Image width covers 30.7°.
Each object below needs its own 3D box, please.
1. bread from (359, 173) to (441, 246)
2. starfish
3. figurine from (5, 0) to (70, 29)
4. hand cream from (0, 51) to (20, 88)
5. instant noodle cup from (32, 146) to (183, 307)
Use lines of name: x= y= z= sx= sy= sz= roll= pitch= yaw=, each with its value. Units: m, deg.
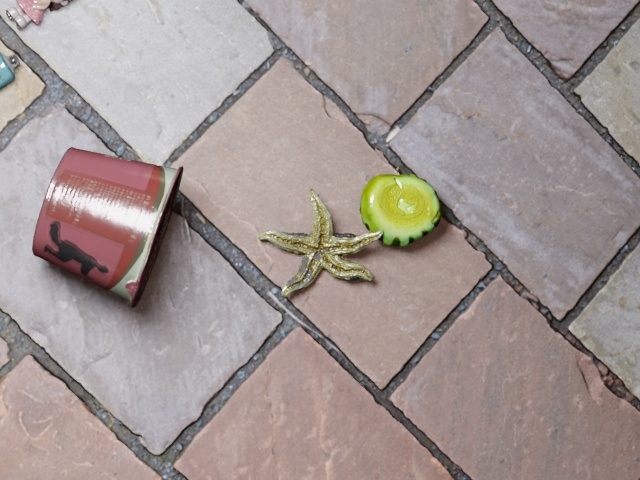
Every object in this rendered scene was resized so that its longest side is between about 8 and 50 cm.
bread: x=0.135 y=-0.055 z=2.003 sx=0.139 sy=0.071 sz=0.130 roll=-20 pitch=88 yaw=-13
starfish: x=0.000 y=0.000 z=1.966 sx=0.208 sy=0.053 sz=0.176 roll=-5 pitch=99 yaw=-10
figurine: x=-0.449 y=-0.395 z=1.879 sx=0.129 sy=0.054 sz=0.072 roll=-41 pitch=82 yaw=-7
hand cream: x=-0.574 y=-0.231 z=1.838 sx=0.224 sy=0.048 sz=0.083 roll=-31 pitch=94 yaw=-9
instant noodle cup: x=-0.329 y=-0.034 z=1.801 sx=0.178 sy=0.235 sz=0.235 roll=20 pitch=81 yaw=-5
